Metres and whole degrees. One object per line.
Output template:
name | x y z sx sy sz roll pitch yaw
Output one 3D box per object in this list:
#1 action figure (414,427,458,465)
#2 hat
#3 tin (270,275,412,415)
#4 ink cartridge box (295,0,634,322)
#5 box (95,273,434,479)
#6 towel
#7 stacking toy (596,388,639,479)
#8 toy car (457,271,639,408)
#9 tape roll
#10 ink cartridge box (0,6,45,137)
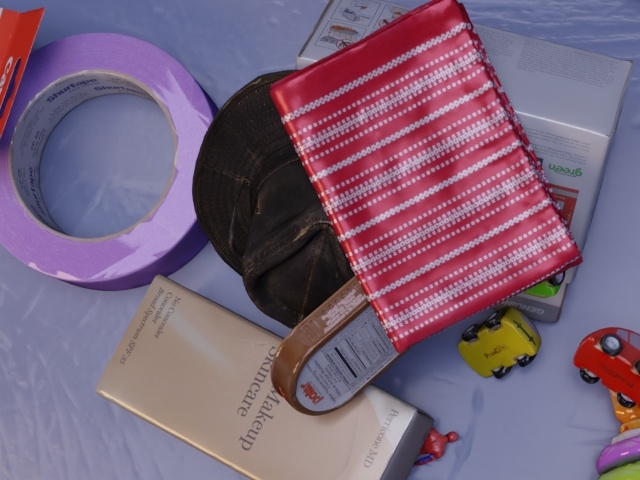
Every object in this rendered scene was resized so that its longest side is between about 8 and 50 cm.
action figure | 0.089 0.221 1.462 0.115 0.030 0.038 -18 83 12
hat | 0.000 0.000 1.362 0.331 0.331 0.134 14 43 11
tin | 0.037 0.088 1.310 0.189 0.106 0.040 -41 45 -7
ink cartridge box | 0.132 -0.081 1.427 0.309 0.272 0.130 16 46 10
box | -0.055 0.171 1.430 0.311 0.121 0.148 25 83 18
towel | 0.096 -0.062 1.260 0.199 0.031 0.275 -26 89 -3
stacking toy | 0.326 0.248 1.376 0.165 0.175 0.302 5 61 -19
toy car | 0.227 0.054 1.367 0.239 0.225 0.053 8 39 39
tape roll | -0.238 -0.085 1.531 0.274 0.090 0.275 -1 82 9
ink cartridge box | -0.387 -0.169 1.508 0.066 0.232 0.189 20 83 -25
